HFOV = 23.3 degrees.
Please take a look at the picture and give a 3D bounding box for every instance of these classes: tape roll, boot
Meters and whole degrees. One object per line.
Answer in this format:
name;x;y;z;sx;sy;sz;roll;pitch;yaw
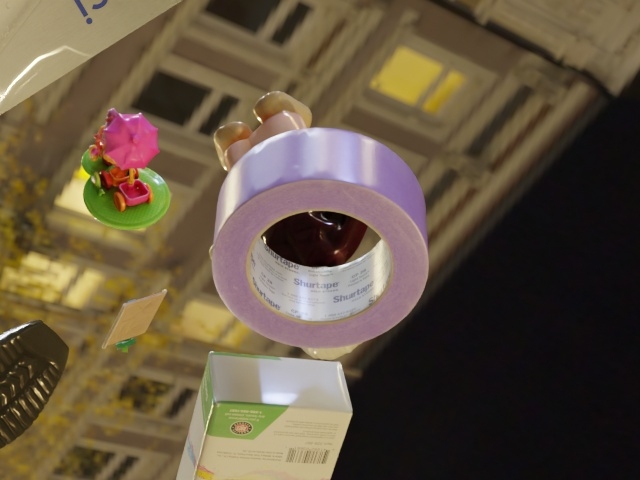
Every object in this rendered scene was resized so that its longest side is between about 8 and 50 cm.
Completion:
tape roll;0.000;0.000;1.363;0.189;0.189;0.080;-44;-155;28
boot;-0.292;0.117;1.148;0.198;0.077;0.137;-44;-142;-14

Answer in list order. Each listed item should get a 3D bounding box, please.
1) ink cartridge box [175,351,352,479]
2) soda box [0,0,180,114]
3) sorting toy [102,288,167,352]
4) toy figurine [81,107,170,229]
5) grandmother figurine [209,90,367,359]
ink cartridge box;-0.067;0.234;1.723;0.093;0.154;0.212;-105;-155;-52
soda box;-0.221;-0.176;1.191;0.286;0.098;0.091;-34;-159;-11
sorting toy;-0.179;0.080;1.446;0.012;0.062;0.083;45;-53;18
toy figurine;-0.287;-0.130;2.261;0.173;0.130;0.159;56;-30;30
grandmother figurine;-0.019;-0.015;1.637;0.208;0.104;0.342;-41;-139;22
